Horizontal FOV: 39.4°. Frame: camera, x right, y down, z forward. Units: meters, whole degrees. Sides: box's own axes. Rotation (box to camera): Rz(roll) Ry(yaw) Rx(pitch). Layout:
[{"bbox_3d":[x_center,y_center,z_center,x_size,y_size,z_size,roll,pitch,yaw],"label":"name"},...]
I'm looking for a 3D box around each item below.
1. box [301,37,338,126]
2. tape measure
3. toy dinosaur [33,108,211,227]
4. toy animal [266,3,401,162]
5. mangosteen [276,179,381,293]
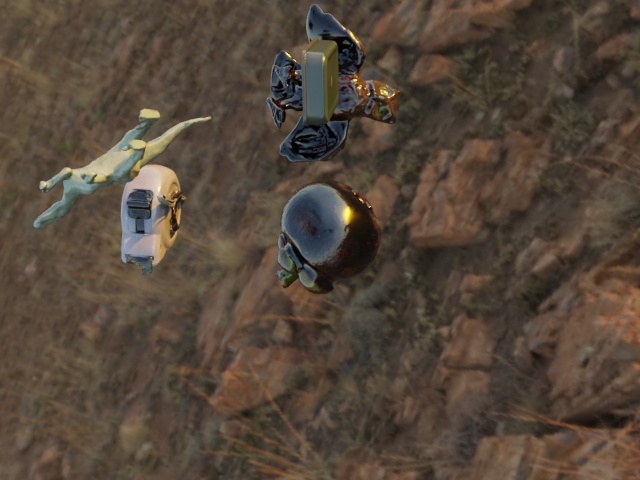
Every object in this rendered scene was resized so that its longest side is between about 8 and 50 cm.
[{"bbox_3d":[0.001,-0.192,1.076,0.126,0.031,0.091,-69,-20,-69],"label":"box"},{"bbox_3d":[-0.322,-0.056,1.742,0.196,0.105,0.178,-74,-13,-63],"label":"tape measure"},{"bbox_3d":[-0.251,-0.103,1.158,0.242,0.053,0.167,-34,-8,-40],"label":"toy dinosaur"},{"bbox_3d":[0.019,-0.211,1.249,0.116,0.179,0.218,-97,17,-72],"label":"toy animal"},{"bbox_3d":[0.000,0.000,2.207,0.302,0.275,0.275,-48,31,12],"label":"mangosteen"}]
